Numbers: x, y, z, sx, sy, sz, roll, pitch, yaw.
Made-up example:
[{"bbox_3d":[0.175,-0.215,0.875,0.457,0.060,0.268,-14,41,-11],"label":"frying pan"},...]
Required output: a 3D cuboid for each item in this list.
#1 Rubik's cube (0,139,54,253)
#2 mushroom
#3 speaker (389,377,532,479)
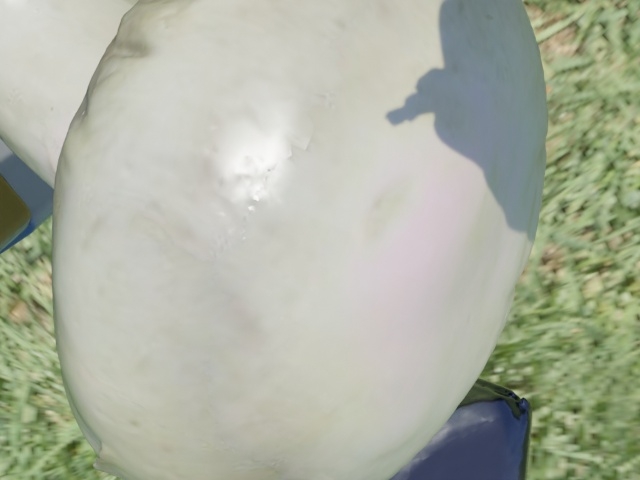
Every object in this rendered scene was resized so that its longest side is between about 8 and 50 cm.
[{"bbox_3d":[-0.444,-0.086,1.681,0.347,0.344,0.346,-32,99,27],"label":"Rubik's cube"},{"bbox_3d":[-0.018,-0.047,0.906,0.315,0.315,0.356,-15,85,-6],"label":"mushroom"},{"bbox_3d":[0.028,0.291,1.438,0.184,0.180,0.388,-2,101,-39],"label":"speaker"}]
